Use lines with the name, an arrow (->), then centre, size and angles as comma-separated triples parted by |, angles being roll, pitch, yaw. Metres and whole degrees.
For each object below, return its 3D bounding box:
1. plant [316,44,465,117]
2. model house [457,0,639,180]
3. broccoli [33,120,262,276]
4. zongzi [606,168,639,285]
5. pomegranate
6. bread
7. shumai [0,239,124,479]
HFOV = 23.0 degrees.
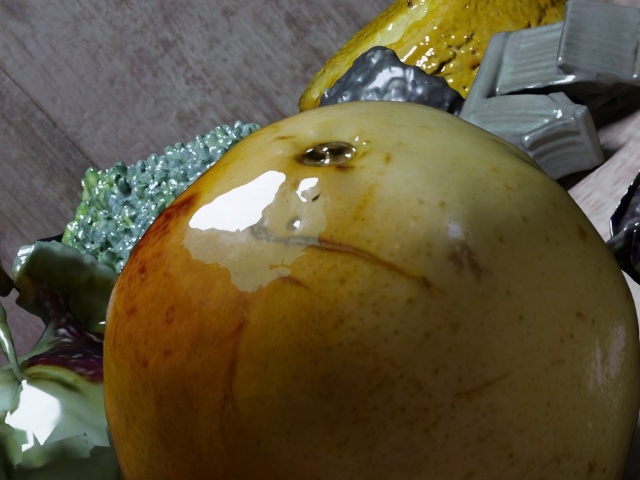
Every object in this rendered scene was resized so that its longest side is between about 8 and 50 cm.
plant -> 0.059, -0.072, 1.604 | 0.234, 0.178, 0.204 | -50, 47, 0
model house -> 0.234, -0.141, 1.516 | 0.188, 0.122, 0.229 | -11, 45, 48
broccoli -> -0.107, 0.064, 1.434 | 0.277, 0.338, 0.317 | -29, -1, 20
zongzi -> 0.322, -0.063, 0.806 | 0.289, 0.154, 0.317 | -53, 18, -11
pomegranate -> 0.032, 0.081, 0.897 | 0.319, 0.319, 0.319 | -41, 10, 9
bread -> 0.131, -0.188, 1.849 | 0.358, 0.204, 0.337 | -43, 5, 10
shumai -> -0.247, 0.194, 1.147 | 0.348, 0.395, 0.395 | -41, 10, 28
